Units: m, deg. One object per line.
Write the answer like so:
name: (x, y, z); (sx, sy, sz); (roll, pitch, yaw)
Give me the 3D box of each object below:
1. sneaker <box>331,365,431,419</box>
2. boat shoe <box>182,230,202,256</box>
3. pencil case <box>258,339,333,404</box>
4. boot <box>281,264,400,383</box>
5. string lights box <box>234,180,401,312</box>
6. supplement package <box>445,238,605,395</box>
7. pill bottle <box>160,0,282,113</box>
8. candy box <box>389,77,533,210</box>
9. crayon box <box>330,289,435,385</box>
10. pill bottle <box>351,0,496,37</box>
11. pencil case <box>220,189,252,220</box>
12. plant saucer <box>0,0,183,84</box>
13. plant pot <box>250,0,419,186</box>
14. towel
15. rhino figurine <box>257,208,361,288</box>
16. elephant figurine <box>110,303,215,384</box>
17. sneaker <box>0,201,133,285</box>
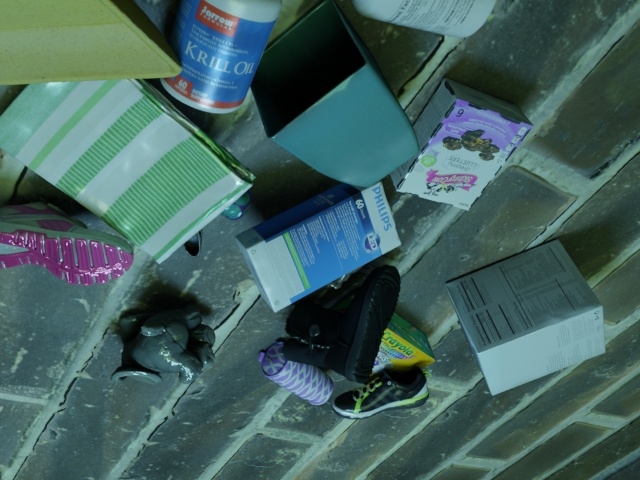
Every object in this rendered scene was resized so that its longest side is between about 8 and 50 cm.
sneaker: (0.136, 0.335, 1.457); (0.235, 0.084, 0.097); (-10, 113, -7)
boat shoe: (-0.233, -0.029, 1.115); (0.049, 0.040, 0.142); (-13, 136, -3)
pencil case: (-0.055, 0.313, 1.478); (0.088, 0.086, 0.206); (-4, 145, 39)
boot: (0.034, 0.149, 1.292); (0.094, 0.207, 0.246); (28, 79, -50)
string lights box: (0.000, 0.000, 1.107); (0.260, 0.077, 0.133); (-27, 117, -14)
supplement package: (0.446, 0.169, 1.392); (0.263, 0.198, 0.199); (-23, 136, 7)
pill bottle: (-0.124, -0.289, 0.831); (0.124, 0.124, 0.221); (9, 130, -24)
candy box: (0.235, -0.159, 1.099); (0.165, 0.070, 0.196); (12, 129, -26)
crayon box: (0.116, 0.235, 1.447); (0.165, 0.081, 0.278); (-36, 132, 20)
pill bottle: (0.106, -0.350, 0.829); (0.230, 0.131, 0.131); (5, 132, -20)
pencil case: (-0.185, -0.092, 1.050); (0.065, 0.070, 0.152); (-8, 150, 43)
plant saucer: (-0.360, -0.264, 0.690); (0.333, 0.080, 0.333); (0, 174, 9)
plant pot: (0.038, -0.194, 0.951); (0.166, 0.165, 0.234); (-35, 140, 19)
towel: (-0.293, -0.123, 0.946); (0.248, 0.038, 0.325); (-37, 117, 26)
rhino figurine: (-0.014, 0.010, 1.194); (0.243, 0.073, 0.106); (22, 119, -30)
elephant figurine: (-0.344, 0.228, 1.273); (0.240, 0.169, 0.185); (-19, 109, 26)
sneaker: (-0.424, -0.009, 1.023); (0.253, 0.111, 0.102); (13, 128, -12)
